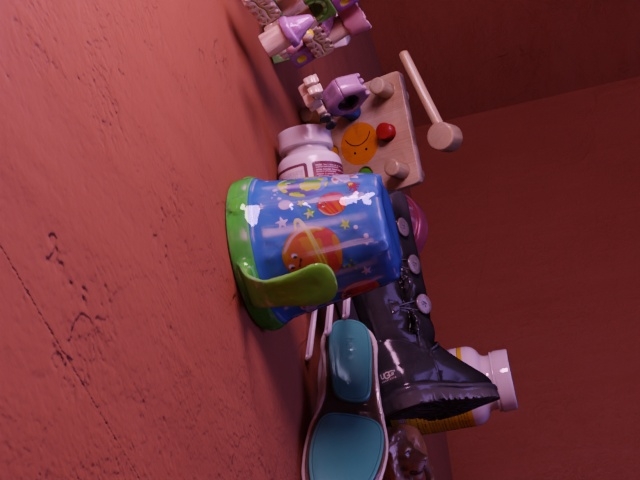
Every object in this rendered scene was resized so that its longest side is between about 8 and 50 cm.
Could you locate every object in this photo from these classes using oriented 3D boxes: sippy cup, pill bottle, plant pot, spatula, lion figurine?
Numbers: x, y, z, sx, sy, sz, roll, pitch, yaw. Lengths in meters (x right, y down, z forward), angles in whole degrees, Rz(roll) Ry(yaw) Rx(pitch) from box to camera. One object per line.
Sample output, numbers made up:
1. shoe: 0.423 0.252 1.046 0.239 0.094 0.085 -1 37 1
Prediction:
1. sippy cup: 0.000 0.000 1.406 0.240 0.224 0.306 64 18 -55
2. pill bottle: -0.013 -0.092 1.707 0.121 0.121 0.221 39 40 -73
3. pill bottle: 0.286 0.354 2.195 0.188 0.333 0.188 -11 90 -79
4. plant pot: 0.144 -0.044 2.326 0.180 0.201 0.201 32 45 -54
5. spatula: 0.020 0.103 1.692 0.019 0.168 0.242 29 34 -17
6. lion figurine: 0.170 0.479 2.014 0.392 0.142 0.240 -41 121 -82

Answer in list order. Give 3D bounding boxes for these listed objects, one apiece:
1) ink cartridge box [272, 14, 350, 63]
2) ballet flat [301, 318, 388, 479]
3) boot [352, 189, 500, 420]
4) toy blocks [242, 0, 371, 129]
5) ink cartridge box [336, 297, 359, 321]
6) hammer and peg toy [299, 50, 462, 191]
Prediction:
1. ink cartridge box: -0.045 -0.484 1.866 0.092 0.160 0.220 -72 147 -69
2. ballet flat: 0.040 0.313 1.565 0.400 0.139 0.139 -85 160 -47
3. boot: 0.186 0.125 1.867 0.367 0.146 0.445 17 50 -55
4. toy blocks: 0.022 -0.424 1.630 0.309 0.260 0.288 66 11 25
5. ink cartridge box: 0.137 0.143 2.099 0.171 0.168 0.233 -86 162 -57
6. hammer and peg toy: 0.134 -0.230 2.008 0.127 0.361 0.266 10 66 -57
